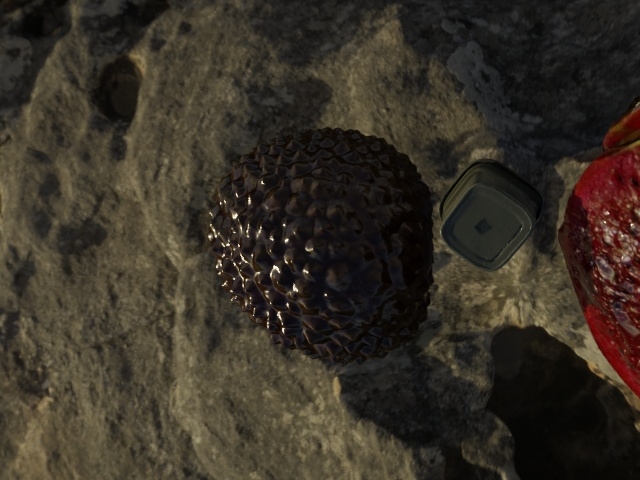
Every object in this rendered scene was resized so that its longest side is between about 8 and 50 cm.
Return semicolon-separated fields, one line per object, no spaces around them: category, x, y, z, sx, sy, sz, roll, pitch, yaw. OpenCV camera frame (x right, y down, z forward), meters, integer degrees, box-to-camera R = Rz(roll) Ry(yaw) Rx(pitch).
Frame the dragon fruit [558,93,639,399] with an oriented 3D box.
dragon fruit;0.382;0.036;0.379;0.249;0.371;0.386;-32;35;-11

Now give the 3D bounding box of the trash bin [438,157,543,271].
trash bin;0.391;-0.056;1.276;0.220;0.250;0.219;35;114;7

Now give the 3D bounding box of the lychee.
lychee;0.000;0.000;0.613;0.267;0.267;0.267;-2;85;20
